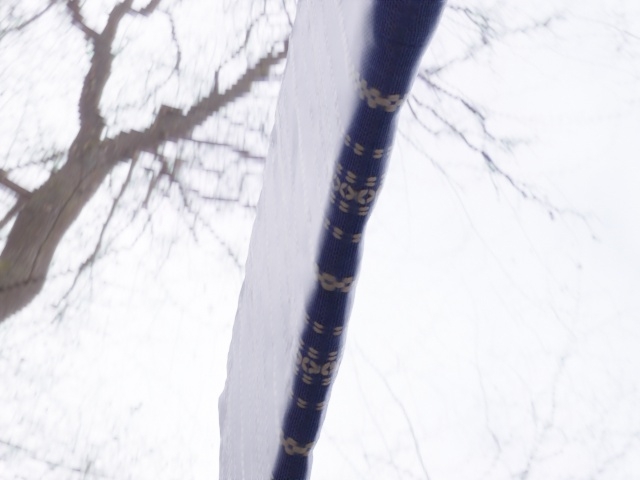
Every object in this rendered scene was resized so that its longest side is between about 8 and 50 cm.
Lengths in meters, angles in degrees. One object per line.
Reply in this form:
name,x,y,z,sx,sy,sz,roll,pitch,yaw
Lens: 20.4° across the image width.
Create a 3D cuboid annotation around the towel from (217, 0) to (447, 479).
towel,0.000,0.000,0.762,0.040,0.243,0.336,9,-63,-7
